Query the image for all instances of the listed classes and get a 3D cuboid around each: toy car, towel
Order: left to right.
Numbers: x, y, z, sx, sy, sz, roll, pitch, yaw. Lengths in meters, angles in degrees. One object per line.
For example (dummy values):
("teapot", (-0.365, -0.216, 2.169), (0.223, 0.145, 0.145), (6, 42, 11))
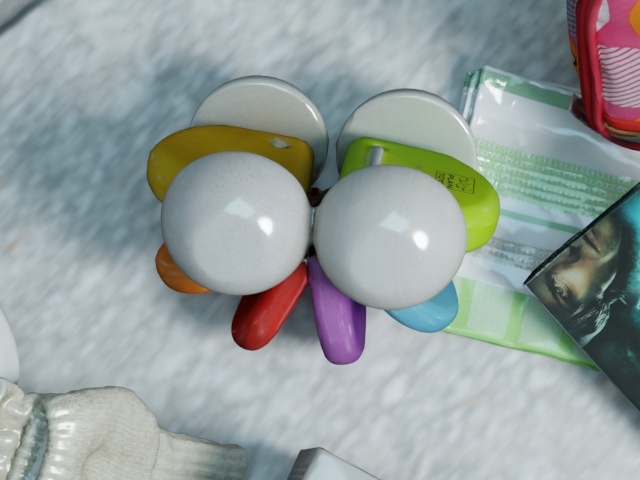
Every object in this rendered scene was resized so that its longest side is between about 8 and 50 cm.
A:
("toy car", (0.000, 0.000, 0.985), (0.182, 0.159, 0.136), (5, 116, 4))
("towel", (0.120, -0.014, 1.041), (0.113, 0.023, 0.152), (13, 80, 1))

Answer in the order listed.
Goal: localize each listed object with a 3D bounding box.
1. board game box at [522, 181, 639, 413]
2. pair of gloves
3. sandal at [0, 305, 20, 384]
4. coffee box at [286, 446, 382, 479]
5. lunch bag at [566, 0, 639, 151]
("board game box", (0.212, 0.052, 0.987), (0.186, 0.026, 0.126), (48, 117, 0))
("pair of gloves", (-0.133, 0.186, 0.919), (0.042, 0.204, 0.240), (21, 83, 38))
("sandal", (-0.246, 0.203, 0.940), (0.169, 0.102, 0.416), (17, 97, -31))
("coffee box", (-0.003, 0.244, 0.947), (0.141, 0.098, 0.246), (29, 80, -3))
("lunch bag", (0.268, -0.128, 0.950), (0.293, 0.258, 0.120), (-4, 70, 7))
